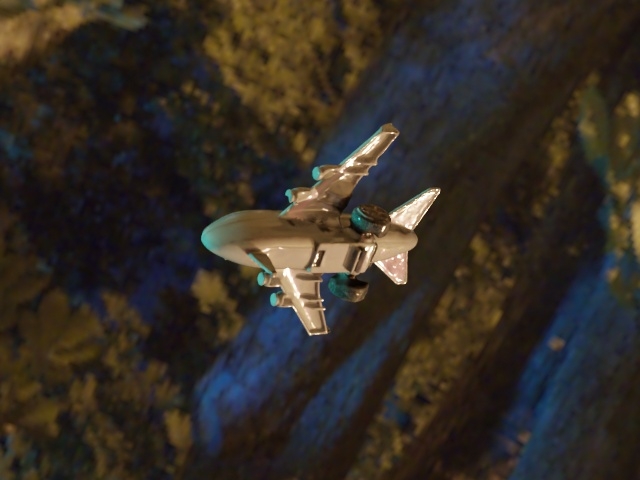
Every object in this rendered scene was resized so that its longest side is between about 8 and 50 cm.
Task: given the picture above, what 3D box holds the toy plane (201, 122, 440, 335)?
[{"bbox_3d":[0.000,0.000,1.128,0.171,0.162,0.065,-7,-144,-41],"label":"toy plane"}]
